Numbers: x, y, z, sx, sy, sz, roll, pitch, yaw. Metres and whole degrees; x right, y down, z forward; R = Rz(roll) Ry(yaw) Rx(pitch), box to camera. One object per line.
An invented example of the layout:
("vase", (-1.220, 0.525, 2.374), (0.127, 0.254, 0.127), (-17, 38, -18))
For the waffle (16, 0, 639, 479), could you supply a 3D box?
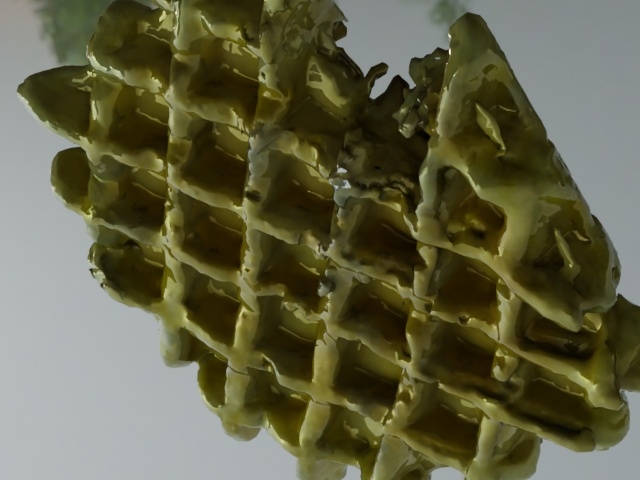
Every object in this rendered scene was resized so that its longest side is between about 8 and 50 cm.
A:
("waffle", (0.001, -0.001, 0.702), (0.250, 0.261, 0.056), (-16, -155, 43))
